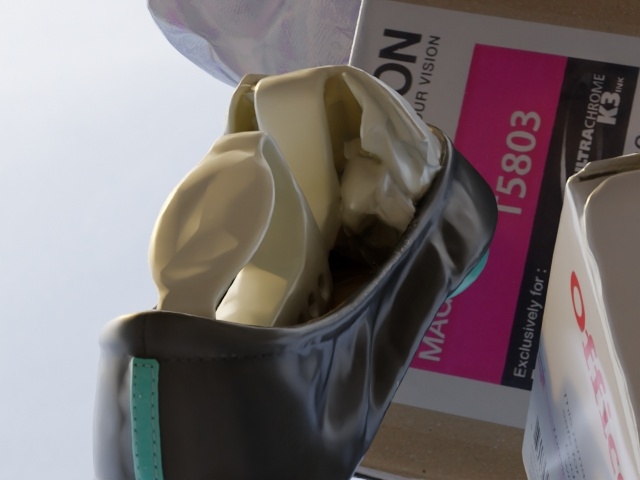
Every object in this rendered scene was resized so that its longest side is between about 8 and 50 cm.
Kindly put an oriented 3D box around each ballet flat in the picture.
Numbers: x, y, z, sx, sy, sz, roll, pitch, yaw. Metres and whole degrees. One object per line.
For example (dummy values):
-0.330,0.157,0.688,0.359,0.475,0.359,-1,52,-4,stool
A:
0.000,0.000,0.583,0.095,0.096,0.280,-6,-158,16,ballet flat

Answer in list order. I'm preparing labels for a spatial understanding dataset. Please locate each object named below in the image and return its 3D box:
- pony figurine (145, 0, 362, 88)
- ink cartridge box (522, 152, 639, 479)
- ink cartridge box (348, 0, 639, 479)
-0.063,-0.264,1.045,0.351,0.302,0.363,17,-155,-25,pony figurine
0.114,0.085,0.465,0.093,0.212,0.154,-11,-114,1,ink cartridge box
0.097,0.002,0.796,0.193,0.088,0.234,10,-98,13,ink cartridge box
